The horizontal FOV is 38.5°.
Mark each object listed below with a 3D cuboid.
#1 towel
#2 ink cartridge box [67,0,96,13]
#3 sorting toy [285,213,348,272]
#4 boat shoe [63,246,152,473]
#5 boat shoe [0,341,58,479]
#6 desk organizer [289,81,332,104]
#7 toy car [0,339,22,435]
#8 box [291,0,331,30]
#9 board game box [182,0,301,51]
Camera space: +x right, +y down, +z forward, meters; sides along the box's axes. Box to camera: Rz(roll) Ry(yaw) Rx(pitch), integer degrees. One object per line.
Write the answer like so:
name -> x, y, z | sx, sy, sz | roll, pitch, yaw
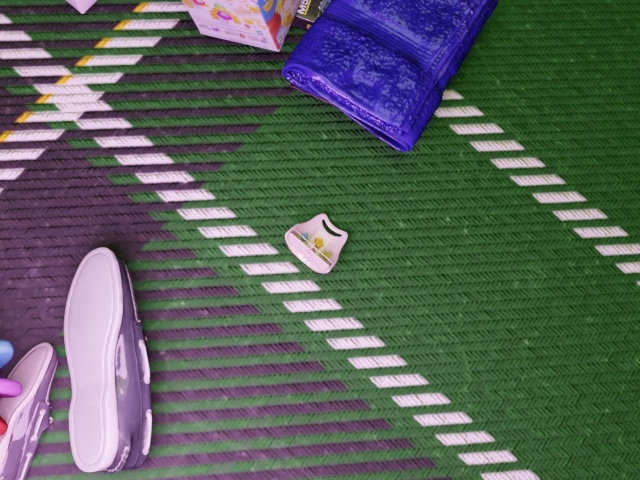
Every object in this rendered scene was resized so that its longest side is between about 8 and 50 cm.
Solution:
towel -> 0.113, -0.313, 1.374 | 0.227, 0.076, 0.308 | 32, 72, -1
ink cartridge box -> -0.402, -0.475, 1.339 | 0.353, 0.207, 0.119 | 39, 77, 5
sorting toy -> 0.000, 0.000, 1.350 | 0.083, 0.045, 0.075 | 41, 68, 5
boat shoe -> -0.284, 0.162, 1.254 | 0.114, 0.091, 0.302 | -10, 74, 37
boat shoe -> -0.401, 0.241, 1.246 | 0.065, 0.075, 0.206 | 38, 62, -41
desk organizer -> 0.021, -0.241, 1.409 | 0.130, 0.047, 0.050 | 24, 77, 0
toy car -> -0.457, 0.195, 1.183 | 0.136, 0.159, 0.182 | 12, 74, 4
box -> 0.065, -0.401, 1.457 | 0.184, 0.045, 0.191 | 18, 75, 1
board game box -> -0.129, -0.415, 1.303 | 0.144, 0.275, 0.142 | 17, 74, 18
